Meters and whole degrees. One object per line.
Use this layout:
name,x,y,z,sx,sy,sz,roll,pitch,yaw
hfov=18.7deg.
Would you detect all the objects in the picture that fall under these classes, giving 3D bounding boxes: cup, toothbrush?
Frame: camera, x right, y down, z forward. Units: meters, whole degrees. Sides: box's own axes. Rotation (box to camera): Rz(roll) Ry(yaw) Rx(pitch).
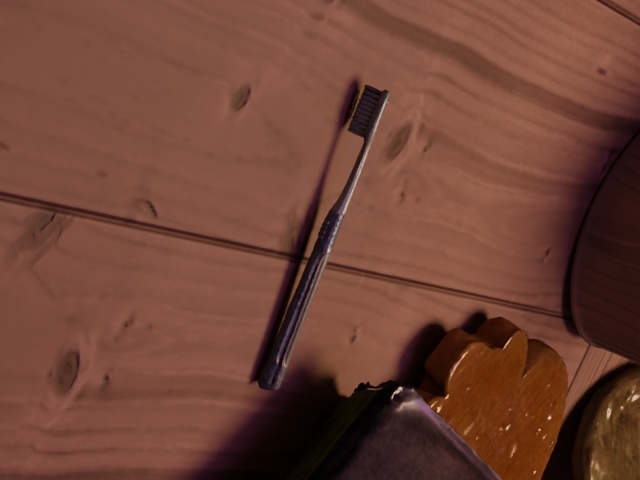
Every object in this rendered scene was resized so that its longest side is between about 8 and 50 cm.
cup,0.392,0.009,1.644,0.288,0.273,0.208,-51,142,-16
toothbrush,0.000,0.000,1.282,0.016,0.019,0.220,-47,158,-73

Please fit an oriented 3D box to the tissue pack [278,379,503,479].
tissue pack,0.019,0.331,1.322,0.394,0.288,0.124,-49,-168,-29

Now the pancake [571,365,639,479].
pancake,0.310,0.236,1.850,0.242,0.050,0.242,9,77,-46

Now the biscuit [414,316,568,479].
biscuit,0.124,0.161,1.582,0.202,0.044,0.288,-60,149,-6
